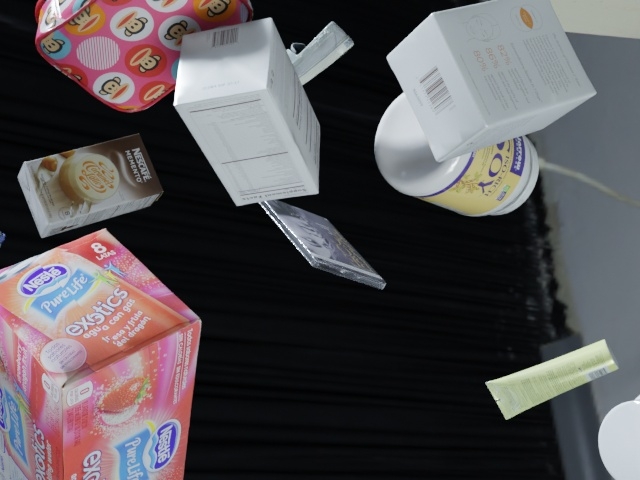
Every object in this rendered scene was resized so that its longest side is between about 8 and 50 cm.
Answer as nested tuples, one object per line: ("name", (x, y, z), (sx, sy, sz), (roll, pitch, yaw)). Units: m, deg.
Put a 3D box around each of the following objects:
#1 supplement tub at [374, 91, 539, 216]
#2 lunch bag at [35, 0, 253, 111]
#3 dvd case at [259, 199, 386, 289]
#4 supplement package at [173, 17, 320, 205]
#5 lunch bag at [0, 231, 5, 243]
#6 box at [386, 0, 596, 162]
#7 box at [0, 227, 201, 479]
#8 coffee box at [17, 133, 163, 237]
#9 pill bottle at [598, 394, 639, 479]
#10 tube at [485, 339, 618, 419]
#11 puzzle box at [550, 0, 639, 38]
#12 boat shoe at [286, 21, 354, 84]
("supplement tub", (0.302, -0.184, 2.129), (0.241, 0.331, 0.241), (-11, 73, 39))
("lunch bag", (-0.250, -0.327, 1.476), (0.293, 0.258, 0.120), (-33, 47, 20))
("dvd case", (0.000, 0.000, 1.686), (0.018, 0.164, 0.221), (-57, 41, 15))
("supplement package", (-0.097, -0.177, 1.418), (0.244, 0.139, 0.133), (63, -156, -54))
("lunch bag", (-0.576, -0.008, 1.452), (0.219, 0.176, 0.090), (6, 75, 60))
("box", (0.180, -0.174, 1.035), (0.091, 0.170, 0.130), (-36, 75, 55))
("box", (-0.224, 0.161, 0.936), (0.154, 0.142, 0.300), (39, 137, 30))
("coffee box", (-0.466, -0.114, 2.000), (0.098, 0.247, 0.141), (-35, 77, 59))
("pill bottle", (0.439, 0.236, 1.179), (0.131, 0.229, 0.131), (-5, 84, 47))
("tube", (0.442, 0.260, 1.874), (0.240, 0.062, 0.070), (-27, 66, 16))
("puzzle box", (0.533, -0.485, 1.699), (0.409, 0.052, 0.272), (11, 101, 20))
("boat shoe", (-0.031, -0.376, 2.040), (0.227, 0.081, 0.079), (-30, 9, 37))
